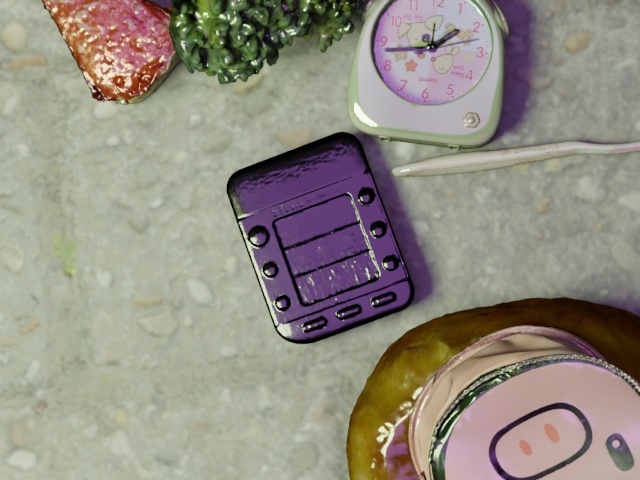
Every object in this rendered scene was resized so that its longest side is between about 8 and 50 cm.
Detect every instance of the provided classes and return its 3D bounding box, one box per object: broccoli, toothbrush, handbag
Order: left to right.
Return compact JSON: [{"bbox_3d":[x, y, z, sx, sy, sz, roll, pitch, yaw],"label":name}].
[{"bbox_3d":[-0.062,-0.298,1.316,0.288,0.245,0.248,-33,117,-21],"label":"broccoli"},{"bbox_3d":[0.176,0.168,1.146,0.205,0.116,0.179,-30,91,6],"label":"handbag"},{"bbox_3d":[0.223,-0.091,1.351,0.307,0.025,0.029,-7,80,6],"label":"toothbrush"}]

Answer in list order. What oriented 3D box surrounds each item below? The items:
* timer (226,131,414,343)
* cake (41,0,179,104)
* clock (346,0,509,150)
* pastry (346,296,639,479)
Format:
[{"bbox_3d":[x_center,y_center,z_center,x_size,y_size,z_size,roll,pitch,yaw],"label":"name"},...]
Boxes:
[{"bbox_3d":[0.000,0.000,1.363,0.144,0.055,0.187,-20,83,4],"label":"timer"},{"bbox_3d":[-0.242,-0.216,1.375,0.220,0.086,0.116,29,90,5],"label":"cake"},{"bbox_3d":[0.111,-0.189,1.347,0.152,0.062,0.191,8,89,7],"label":"clock"},{"bbox_3d":[0.198,0.209,1.284,0.356,0.164,0.356,0,94,4],"label":"pastry"}]
